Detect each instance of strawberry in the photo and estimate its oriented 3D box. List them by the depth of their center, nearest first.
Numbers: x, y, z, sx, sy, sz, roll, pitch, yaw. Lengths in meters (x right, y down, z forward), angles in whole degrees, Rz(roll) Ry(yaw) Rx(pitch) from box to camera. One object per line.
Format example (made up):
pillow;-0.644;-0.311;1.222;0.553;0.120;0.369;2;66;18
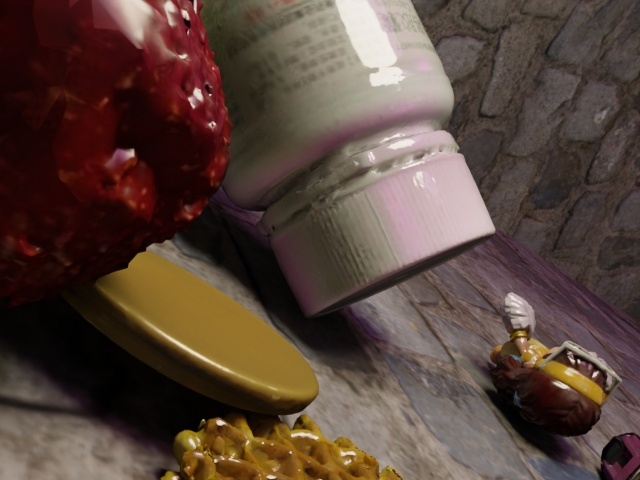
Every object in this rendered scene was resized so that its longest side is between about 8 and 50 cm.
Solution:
strawberry;-0.165;-0.081;0.471;0.220;0.274;0.274;29;14;-42

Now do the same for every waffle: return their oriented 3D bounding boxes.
waffle;0.019;0.180;0.480;0.232;0.051;0.229;39;14;20

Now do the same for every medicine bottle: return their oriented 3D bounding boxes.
medicine bottle;0.015;-0.107;0.873;0.324;0.256;0.256;65;19;9

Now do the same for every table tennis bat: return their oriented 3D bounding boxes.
table tennis bat;-0.135;0.018;0.597;0.321;0.050;0.198;34;6;16

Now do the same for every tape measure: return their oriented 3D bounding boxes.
tape measure;0.394;0.286;1.013;0.118;0.074;0.125;34;15;-13

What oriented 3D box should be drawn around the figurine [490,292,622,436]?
figurine;0.274;0.163;1.057;0.175;0.115;0.240;37;7;-6
